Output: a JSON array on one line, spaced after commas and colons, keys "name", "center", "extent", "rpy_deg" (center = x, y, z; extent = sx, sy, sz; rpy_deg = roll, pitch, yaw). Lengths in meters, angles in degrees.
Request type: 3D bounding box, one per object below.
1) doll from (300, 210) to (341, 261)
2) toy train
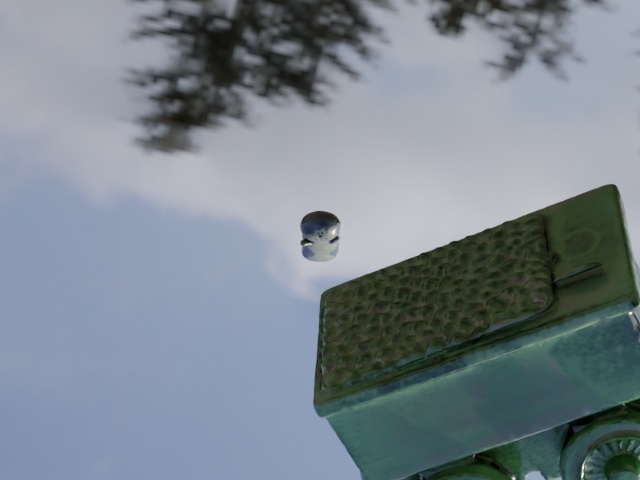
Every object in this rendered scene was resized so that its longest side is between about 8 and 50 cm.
[{"name": "doll", "center": [0.000, 0.000, 1.612], "extent": [0.037, 0.027, 0.125], "rpy_deg": [-5, 163, -1]}, {"name": "toy train", "center": [0.135, 0.103, 1.238], "extent": [0.266, 0.202, 0.145], "rpy_deg": [-21, -148, 16]}]
